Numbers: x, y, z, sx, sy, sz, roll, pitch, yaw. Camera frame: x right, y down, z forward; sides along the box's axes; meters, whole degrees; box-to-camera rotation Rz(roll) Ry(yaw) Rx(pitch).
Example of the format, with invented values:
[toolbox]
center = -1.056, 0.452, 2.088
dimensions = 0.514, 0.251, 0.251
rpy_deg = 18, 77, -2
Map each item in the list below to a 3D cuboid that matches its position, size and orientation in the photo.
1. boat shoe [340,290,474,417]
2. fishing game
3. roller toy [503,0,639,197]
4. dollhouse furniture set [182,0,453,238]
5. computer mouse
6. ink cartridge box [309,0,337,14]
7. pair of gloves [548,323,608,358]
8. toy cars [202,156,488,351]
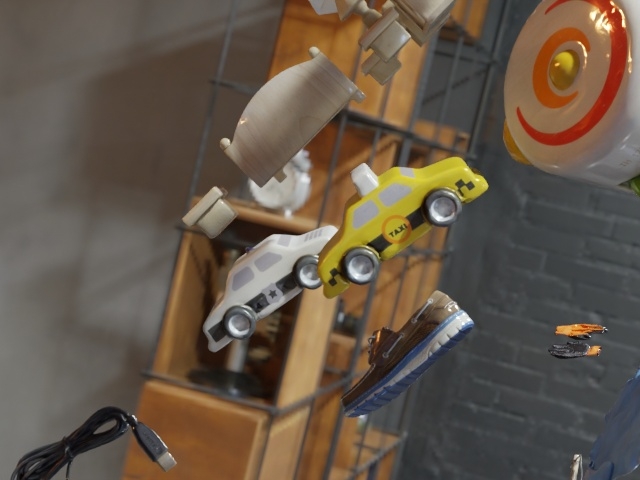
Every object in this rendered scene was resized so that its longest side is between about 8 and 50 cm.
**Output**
[boat shoe]
center = 0.089, 0.131, 1.360
dimensions = 0.066, 0.183, 0.066
rpy_deg = 52, 5, 21
[fishing game]
center = 0.348, 0.201, 1.288
dimensions = 0.041, 0.264, 0.189
rpy_deg = 31, 25, 1
[roller toy]
center = 0.269, -0.146, 1.098
dimensions = 0.146, 0.191, 0.209
rpy_deg = 11, 9, -32
[dollhouse furniture set]
center = -0.038, -0.191, 1.283
dimensions = 0.174, 0.355, 0.303
rpy_deg = 45, 5, 0
[computer mouse]
center = -0.231, 0.328, 1.406
dimensions = 0.262, 0.184, 0.060
rpy_deg = 54, 5, 13
[ink cartridge box]
center = 0.028, -0.454, 1.789
dimensions = 0.067, 0.198, 0.115
rpy_deg = -2, -38, 33
[pair of gloves]
center = 0.357, 0.140, 1.636
dimensions = 0.074, 0.010, 0.083
rpy_deg = -4, 27, 26
[toy cars]
center = 0.000, 0.000, 1.201
dimensions = 0.393, 0.087, 0.176
rpy_deg = -28, 11, 48
